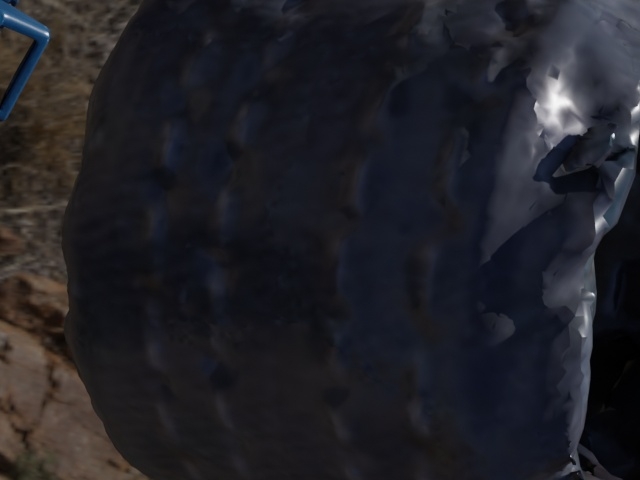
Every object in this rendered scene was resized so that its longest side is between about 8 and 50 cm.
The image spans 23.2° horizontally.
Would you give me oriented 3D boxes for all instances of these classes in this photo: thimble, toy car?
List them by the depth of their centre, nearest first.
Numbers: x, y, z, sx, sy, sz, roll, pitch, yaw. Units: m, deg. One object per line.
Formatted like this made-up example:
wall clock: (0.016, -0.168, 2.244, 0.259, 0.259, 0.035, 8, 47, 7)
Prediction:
thimble: (0.042, 0.011, 0.500, 0.205, 0.172, 0.236, -58, 148, -29)
toy car: (-0.264, -0.152, 1.180, 0.100, 0.191, 0.097, 27, 109, -14)
